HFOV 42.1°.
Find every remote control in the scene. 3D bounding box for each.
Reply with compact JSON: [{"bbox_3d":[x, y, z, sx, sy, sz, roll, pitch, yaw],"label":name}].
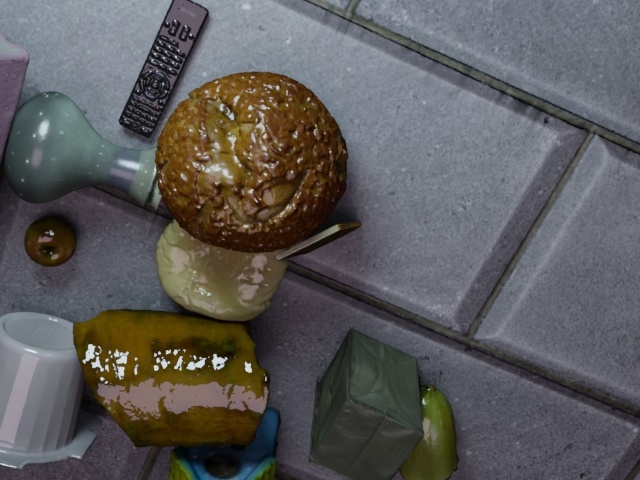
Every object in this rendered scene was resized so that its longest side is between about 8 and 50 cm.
[{"bbox_3d":[-0.257,-0.280,1.354,0.063,0.025,0.245,27,112,-10],"label":"remote control"}]

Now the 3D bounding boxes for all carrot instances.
[{"bbox_3d":[-0.251,0.245,1.472,0.340,0.241,0.242,3,114,1],"label":"carrot"}]

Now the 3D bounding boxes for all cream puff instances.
[{"bbox_3d":[-0.107,-0.121,1.284,0.303,0.212,0.303,0,89,-1],"label":"cream puff"}]

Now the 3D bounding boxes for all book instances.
[{"bbox_3d":[0.000,0.000,1.391,0.118,0.172,0.012,-27,86,14],"label":"book"}]

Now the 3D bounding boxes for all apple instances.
[{"bbox_3d":[-0.475,0.002,1.467,0.089,0.074,0.090,0,115,1],"label":"apple"}]

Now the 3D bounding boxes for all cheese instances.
[{"bbox_3d":[-0.171,0.026,1.441,0.226,0.117,0.214,23,108,-2],"label":"cheese"}]

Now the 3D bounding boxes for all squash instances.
[{"bbox_3d":[0.200,0.355,1.563,0.123,0.123,0.187,-3,114,5],"label":"squash"}]

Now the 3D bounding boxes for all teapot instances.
[{"bbox_3d":[-0.375,-0.131,1.357,0.250,0.183,0.184,15,115,-15],"label":"teapot"}]

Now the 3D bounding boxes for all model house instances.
[{"bbox_3d":[-0.185,0.479,1.552,0.215,0.303,0.237,5,114,-6],"label":"model house"}]

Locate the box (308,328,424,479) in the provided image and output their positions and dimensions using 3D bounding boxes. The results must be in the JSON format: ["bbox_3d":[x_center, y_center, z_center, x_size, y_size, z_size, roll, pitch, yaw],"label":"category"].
[{"bbox_3d":[0.078,0.296,1.481,0.155,0.231,0.149,26,113,-7],"label":"box"}]

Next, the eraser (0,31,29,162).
[{"bbox_3d":[-0.629,-0.195,1.320,0.272,0.122,0.359,33,114,16],"label":"eraser"}]

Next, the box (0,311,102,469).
[{"bbox_3d":[-0.504,0.259,1.520,0.291,0.262,0.206,7,108,-42],"label":"box"}]
